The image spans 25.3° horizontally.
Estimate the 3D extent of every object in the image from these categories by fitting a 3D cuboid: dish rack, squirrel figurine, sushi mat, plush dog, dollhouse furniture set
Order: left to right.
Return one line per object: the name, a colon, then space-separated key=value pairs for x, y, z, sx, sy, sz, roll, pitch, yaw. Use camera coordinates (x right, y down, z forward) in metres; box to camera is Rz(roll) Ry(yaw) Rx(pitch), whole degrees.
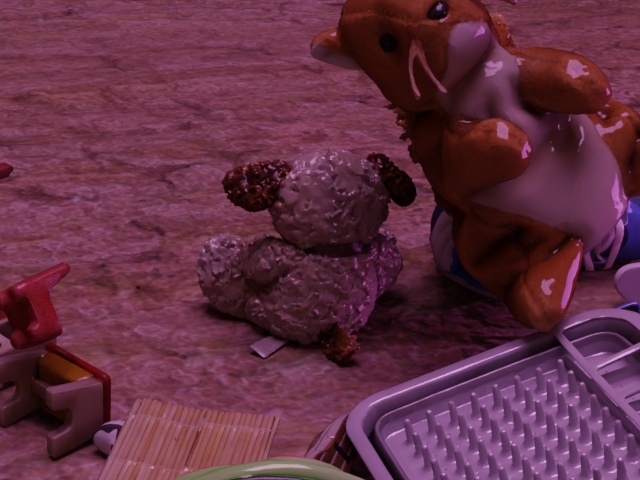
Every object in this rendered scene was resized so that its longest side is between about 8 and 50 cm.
dollhouse furniture set: x=-0.343 y=0.050 z=1.534 sx=0.374 sy=0.201 sz=0.152 roll=22 pitch=31 yaw=37
sushi mat: x=-0.141 y=0.251 z=1.290 sx=0.151 sy=0.019 sz=0.316 roll=9 pitch=33 yaw=7
plush dog: x=0.000 y=0.000 z=1.658 sx=0.262 sy=0.225 sz=0.210 roll=-4 pitch=25 yaw=-17
squirrel figurine: x=0.158 y=-0.146 z=1.571 sx=0.370 sy=0.281 sz=0.397 roll=42 pitch=-1 yaw=-13
dish rack: x=0.214 y=0.199 z=1.364 sx=0.333 sy=0.072 sz=0.285 roll=-19 pitch=30 yaw=-11

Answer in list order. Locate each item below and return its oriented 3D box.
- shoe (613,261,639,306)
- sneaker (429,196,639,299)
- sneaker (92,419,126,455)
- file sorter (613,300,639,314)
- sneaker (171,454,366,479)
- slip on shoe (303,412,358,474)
shoe: x=0.450 y=0.048 z=1.818 sx=0.178 sy=0.063 sz=0.081 roll=5 pitch=23 yaw=-10
sneaker: x=0.297 y=0.015 z=1.820 sx=0.322 sy=0.130 sz=0.236 roll=14 pitch=39 yaw=2
sneaker: x=-0.186 y=0.210 z=1.398 sx=0.109 sy=0.040 sz=0.043 roll=19 pitch=31 yaw=31
file sorter: x=0.363 y=0.150 z=1.526 sx=0.118 sy=0.104 sz=0.170 roll=-16 pitch=30 yaw=-37
sneaker: x=-0.134 y=0.296 z=1.088 sx=0.482 sy=0.185 sz=0.202 roll=-9 pitch=60 yaw=-15
slip on shoe: x=0.002 y=0.220 z=1.405 sx=0.041 sy=0.051 sz=0.135 roll=-29 pitch=16 yaw=34
